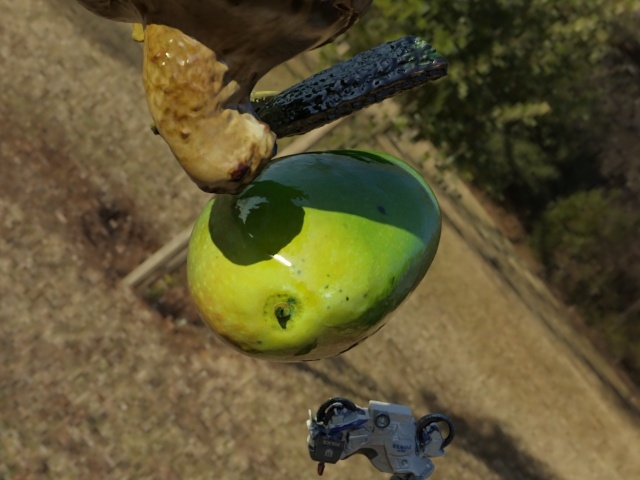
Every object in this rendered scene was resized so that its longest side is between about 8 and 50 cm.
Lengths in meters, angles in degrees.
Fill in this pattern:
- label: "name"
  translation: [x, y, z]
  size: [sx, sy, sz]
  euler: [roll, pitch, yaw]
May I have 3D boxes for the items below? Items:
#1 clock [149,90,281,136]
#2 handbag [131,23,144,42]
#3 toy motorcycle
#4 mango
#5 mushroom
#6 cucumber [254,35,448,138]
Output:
- label: "clock"
  translation: [-0.169, -0.199, 2.120]
  size: [0.237, 0.237, 0.057]
  euler: [-18, 95, -84]
- label: "handbag"
  translation: [-0.084, -0.402, 1.310]
  size: [0.133, 0.283, 0.400]
  euler: [22, 55, -38]
- label: "toy motorcycle"
  translation: [0.082, 0.308, 1.866]
  size: [0.221, 0.150, 0.102]
  euler: [11, 20, -8]
- label: "mango"
  translation: [0.000, 0.000, 1.313]
  size: [0.382, 0.225, 0.201]
  euler: [-43, 125, -58]
- label: "mushroom"
  translation: [-0.085, -0.205, 1.036]
  size: [0.267, 0.267, 0.254]
  euler: [43, 26, -57]
- label: "cucumber"
  translation: [0.033, -0.193, 1.621]
  size: [0.077, 0.265, 0.077]
  euler: [58, -14, 25]
